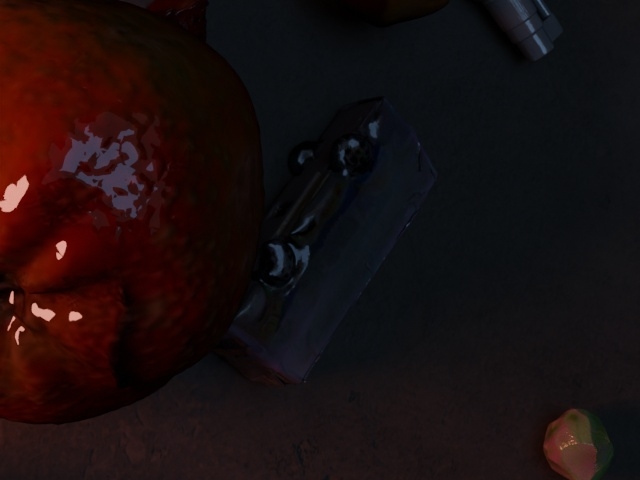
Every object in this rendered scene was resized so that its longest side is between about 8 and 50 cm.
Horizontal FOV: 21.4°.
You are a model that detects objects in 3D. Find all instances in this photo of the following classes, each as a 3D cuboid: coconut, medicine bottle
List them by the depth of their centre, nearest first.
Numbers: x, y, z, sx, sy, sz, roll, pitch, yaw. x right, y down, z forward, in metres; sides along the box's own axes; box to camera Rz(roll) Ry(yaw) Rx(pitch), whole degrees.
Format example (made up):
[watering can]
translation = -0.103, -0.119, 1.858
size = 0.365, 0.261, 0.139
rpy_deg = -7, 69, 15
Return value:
[coconut]
translation = 0.290, 0.231, 1.920
size = 0.083, 0.081, 0.082
rpy_deg = -8, 123, -42
[medicine bottle]
translation = 0.202, -0.311, 1.949
size = 0.220, 0.061, 0.092
rpy_deg = 56, 45, -12

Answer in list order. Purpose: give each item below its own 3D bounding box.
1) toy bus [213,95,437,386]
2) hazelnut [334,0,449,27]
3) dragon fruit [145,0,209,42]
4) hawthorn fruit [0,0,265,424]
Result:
[toy bus]
translation = 0.000, 0.000, 1.777
size = 0.138, 0.112, 0.317
rpy_deg = 45, 67, -21
[hazelnut]
translation = 0.072, -0.344, 1.825
size = 0.212, 0.181, 0.181
rpy_deg = -40, 128, -12
[dragon fruit]
translation = -0.169, -0.202, 1.733
size = 0.131, 0.063, 0.097
rpy_deg = -25, 96, -28
[hawthorn fruit]
translation = -0.219, -0.055, 1.527
size = 0.403, 0.403, 0.403
rpy_deg = 4, 82, -28
